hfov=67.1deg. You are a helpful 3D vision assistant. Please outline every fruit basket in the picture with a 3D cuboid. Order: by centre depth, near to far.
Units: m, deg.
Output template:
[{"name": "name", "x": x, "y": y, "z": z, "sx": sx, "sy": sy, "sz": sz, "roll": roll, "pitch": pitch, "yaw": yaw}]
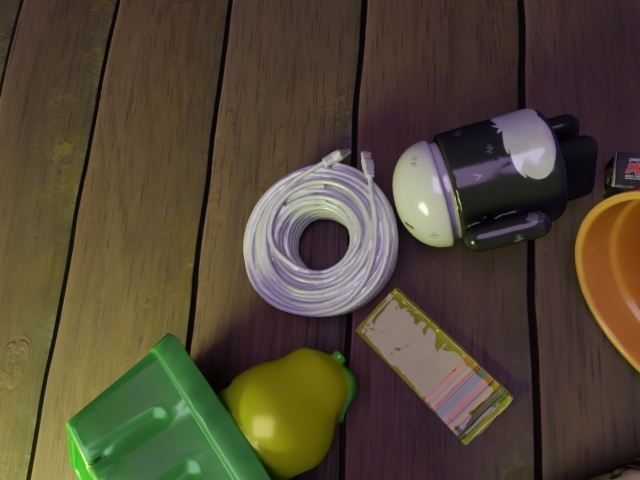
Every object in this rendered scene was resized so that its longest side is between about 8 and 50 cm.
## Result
[{"name": "fruit basket", "x": -0.122, "y": 0.306, "z": 0.703, "sx": 0.392, "sy": 0.283, "sz": 0.392, "roll": 13, "pitch": 47, "yaw": -14}]

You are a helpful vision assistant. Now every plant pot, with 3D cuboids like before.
[{"name": "plant pot", "x": 0.495, "y": 0.038, "z": 0.575, "sx": 0.203, "sy": 0.291, "sz": 0.291, "roll": -24, "pitch": 70, "yaw": -11}]

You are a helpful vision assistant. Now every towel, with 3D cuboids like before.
[{"name": "towel", "x": 0.169, "y": 0.187, "z": 0.741, "sx": 0.102, "sy": 0.021, "sz": 0.237, "roll": -46, "pitch": 70, "yaw": -1}]

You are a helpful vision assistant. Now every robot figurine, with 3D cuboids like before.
[{"name": "robot figurine", "x": 0.247, "y": -0.088, "z": 0.714, "sx": 0.278, "sy": 0.209, "sz": 0.174, "roll": -15, "pitch": 93, "yaw": 10}]

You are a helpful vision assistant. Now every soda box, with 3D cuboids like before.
[{"name": "soda box", "x": 0.514, "y": -0.087, "z": 0.703, "sx": 0.168, "sy": 0.053, "sz": 0.060, "roll": 7, "pitch": 78, "yaw": 17}]

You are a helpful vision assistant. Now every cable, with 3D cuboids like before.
[{"name": "cable", "x": 0.000, "y": 0.000, "z": 0.799, "sx": 0.257, "sy": 0.089, "sz": 0.257, "roll": -19, "pitch": 73, "yaw": 10}]

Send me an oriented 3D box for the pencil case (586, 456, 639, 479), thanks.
[{"name": "pencil case", "x": 0.426, "y": 0.319, "z": 0.555, "sx": 0.410, "sy": 0.183, "sz": 0.160, "roll": -25, "pitch": 71, "yaw": 6}]
